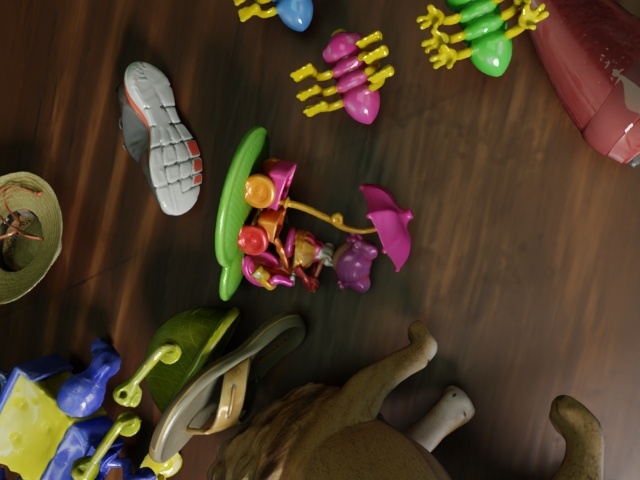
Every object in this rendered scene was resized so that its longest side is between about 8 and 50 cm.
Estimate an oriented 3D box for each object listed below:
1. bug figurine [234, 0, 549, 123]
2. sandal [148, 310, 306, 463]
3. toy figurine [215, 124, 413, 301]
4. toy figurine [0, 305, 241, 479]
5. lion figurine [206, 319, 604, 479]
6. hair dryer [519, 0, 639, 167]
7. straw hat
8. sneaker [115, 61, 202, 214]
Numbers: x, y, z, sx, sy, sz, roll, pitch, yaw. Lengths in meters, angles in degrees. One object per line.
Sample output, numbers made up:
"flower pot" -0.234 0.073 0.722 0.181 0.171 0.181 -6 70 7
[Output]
"bug figurine" 0.063 -0.221 0.466 0.278 0.072 0.217 -16 81 24
"sandal" -0.074 0.134 0.484 0.180 0.072 0.049 -37 61 -23
"toy figurine" 0.000 0.000 0.486 0.159 0.130 0.173 15 117 5
"toy figurine" -0.259 0.173 0.515 0.217 0.191 0.363 31 97 17
"lion figurine" 0.055 0.194 0.373 0.240 0.392 0.142 -34 105 -17
"hair dryer" 0.286 -0.161 0.410 0.293 0.080 0.224 20 92 21
"straw hat" -0.317 0.003 0.584 0.144 0.061 0.145 -4 73 13
"sneaker" -0.171 -0.099 0.556 0.064 0.061 0.158 -18 85 41
